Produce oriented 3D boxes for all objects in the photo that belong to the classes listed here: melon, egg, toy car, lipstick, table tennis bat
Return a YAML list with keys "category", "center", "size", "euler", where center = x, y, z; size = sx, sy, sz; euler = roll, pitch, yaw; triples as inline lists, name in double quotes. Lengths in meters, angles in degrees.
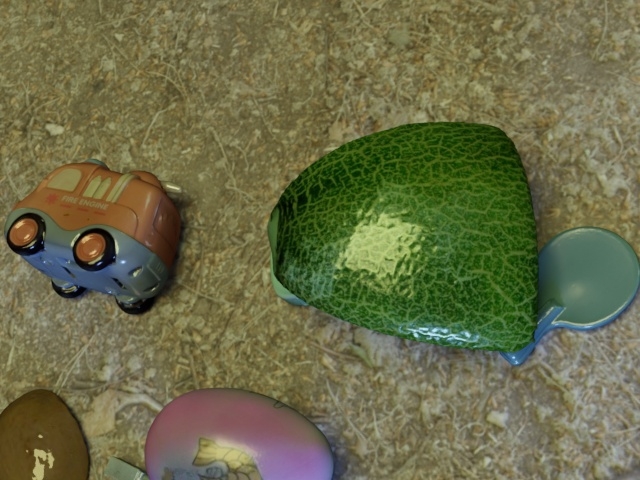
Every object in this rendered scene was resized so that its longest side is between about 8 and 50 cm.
- category: "melon"
  center: [0.108, 0.003, 1.694]
  size: [0.344, 0.226, 0.331]
  euler: [-3, 83, -12]
- category: "egg"
  center: [-0.116, 0.302, 1.714]
  size: [0.271, 0.196, 0.196]
  euler: [-9, 69, 14]
- category: "toy car"
  center: [-0.351, -0.024, 1.931]
  size: [0.271, 0.180, 0.212]
  euler: [11, 66, 23]
- category: "lipstick"
  center: [-0.266, 0.366, 1.838]
  size: [0.129, 0.030, 0.030]
  euler: [20, 80, 25]
- category: "table tennis bat"
  center: [0.342, 0.082, 1.703]
  size: [0.237, 0.038, 0.149]
  euler: [-47, 63, -4]

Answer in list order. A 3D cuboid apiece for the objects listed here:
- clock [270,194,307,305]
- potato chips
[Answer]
- category: "clock"
  center: [0.000, -0.001, 1.845]
  size: [0.148, 0.060, 0.188]
  euler: [-9, 69, 18]
- category: "potato chips"
  center: [-0.458, 0.335, 1.906]
  size: [0.195, 0.062, 0.208]
  euler: [4, 76, 24]
